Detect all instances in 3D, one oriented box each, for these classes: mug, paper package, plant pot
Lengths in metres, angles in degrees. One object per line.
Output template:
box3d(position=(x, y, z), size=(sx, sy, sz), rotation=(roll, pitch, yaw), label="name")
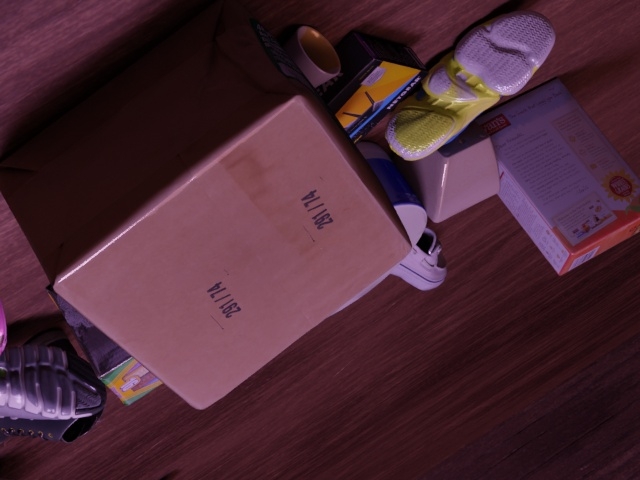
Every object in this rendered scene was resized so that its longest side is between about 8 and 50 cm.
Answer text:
box3d(position=(-0.018, -0.178, 1.696), size=(0.064, 0.062, 0.078), rotation=(-38, 155, 30), label="mug")
box3d(position=(-0.106, -0.027, 1.625), size=(0.309, 0.168, 0.325), rotation=(-37, 143, 3), label="paper package")
box3d(position=(0.162, -0.108, 2.079), size=(0.109, 0.109, 0.096), rotation=(-26, 146, -23), label="plant pot")

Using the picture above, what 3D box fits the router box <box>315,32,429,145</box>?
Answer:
box3d(position=(0.021, -0.151, 1.832), size=(0.179, 0.046, 0.133), rotation=(-44, 158, 23), label="router box")

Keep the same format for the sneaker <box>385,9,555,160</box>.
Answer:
box3d(position=(0.176, -0.189, 1.971), size=(0.240, 0.091, 0.126), rotation=(-36, 178, 2), label="sneaker")

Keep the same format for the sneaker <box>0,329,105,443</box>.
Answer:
box3d(position=(-0.356, 0.220, 1.961), size=(0.222, 0.118, 0.083), rotation=(-46, 157, 28), label="sneaker")

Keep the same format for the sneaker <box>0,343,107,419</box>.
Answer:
box3d(position=(-0.370, 0.177, 1.868), size=(0.228, 0.086, 0.132), rotation=(13, 146, -29), label="sneaker")

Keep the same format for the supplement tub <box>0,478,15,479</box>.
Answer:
box3d(position=(-0.506, 0.470, 2.109), size=(0.331, 0.241, 0.241), rotation=(-19, 155, -36), label="supplement tub")

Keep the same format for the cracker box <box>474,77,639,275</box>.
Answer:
box3d(position=(0.317, -0.087, 2.169), size=(0.155, 0.232, 0.067), rotation=(-26, 159, -22), label="cracker box")

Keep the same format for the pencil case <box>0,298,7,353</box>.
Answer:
box3d(position=(-0.413, 0.102, 1.643), size=(0.209, 0.098, 0.095), rotation=(-20, 155, -37), label="pencil case")

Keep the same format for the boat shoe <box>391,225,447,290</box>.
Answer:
box3d(position=(0.140, 0.016, 2.336), size=(0.076, 0.083, 0.226), rotation=(-41, 158, 18), label="boat shoe")

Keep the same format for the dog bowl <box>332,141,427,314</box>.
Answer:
box3d(position=(0.000, 0.000, 2.052), size=(0.265, 0.104, 0.265), rotation=(-30, 159, -13), label="dog bowl")

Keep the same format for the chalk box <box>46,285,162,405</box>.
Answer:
box3d(position=(-0.181, 0.069, 1.882), size=(0.213, 0.132, 0.132), rotation=(-32, 159, -5), label="chalk box")
